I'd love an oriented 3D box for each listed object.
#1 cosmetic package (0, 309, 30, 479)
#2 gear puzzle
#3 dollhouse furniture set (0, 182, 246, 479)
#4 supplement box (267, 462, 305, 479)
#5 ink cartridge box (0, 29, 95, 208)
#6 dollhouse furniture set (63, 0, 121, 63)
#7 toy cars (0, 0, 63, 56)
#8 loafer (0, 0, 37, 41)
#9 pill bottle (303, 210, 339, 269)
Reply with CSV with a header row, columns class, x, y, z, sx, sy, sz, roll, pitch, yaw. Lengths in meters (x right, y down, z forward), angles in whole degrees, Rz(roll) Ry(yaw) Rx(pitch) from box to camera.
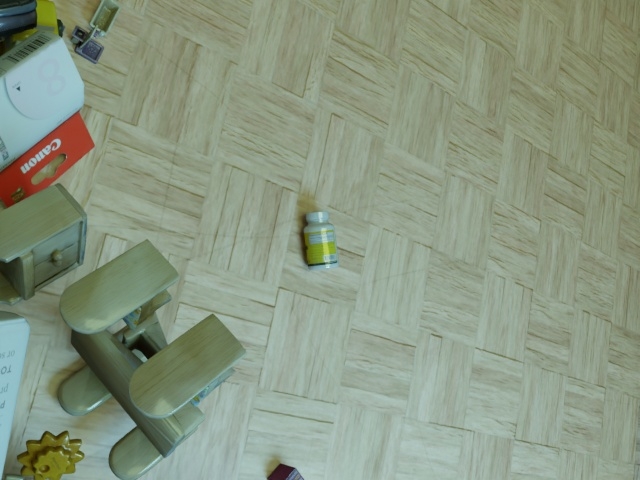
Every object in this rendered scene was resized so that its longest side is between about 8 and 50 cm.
class,x,y,z,sx,sy,sz,roll,pitch,yaw
cosmetic package,-0.553,0.244,0.639,0.327,0.329,0.394,1,101,-77
gear puzzle,-0.416,0.416,0.928,0.175,0.044,0.339,22,100,-33
dollhouse furniture set,-0.353,0.155,0.909,0.394,0.362,0.256,47,55,9
supplement box,-0.054,0.478,1.271,0.043,0.055,0.083,-43,111,-33
ink cartridge box,-0.423,-0.162,0.978,0.189,0.066,0.232,-50,148,-28
dollhouse furniture set,-0.378,-0.375,1.095,0.091,0.081,0.114,31,68,-30
toy cars,-0.494,-0.204,0.972,0.176,0.087,0.394,45,68,-29
loafer,-0.541,-0.277,0.903,0.302,0.109,0.095,-18,132,-26
pill bottle,0.000,0.000,1.350,0.065,0.065,0.116,-6,90,-37
